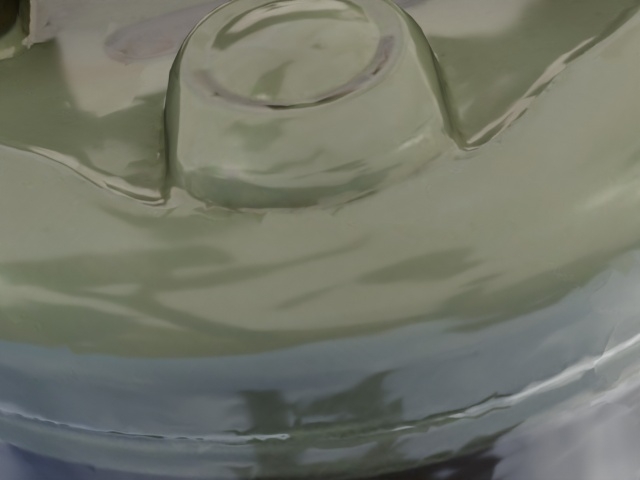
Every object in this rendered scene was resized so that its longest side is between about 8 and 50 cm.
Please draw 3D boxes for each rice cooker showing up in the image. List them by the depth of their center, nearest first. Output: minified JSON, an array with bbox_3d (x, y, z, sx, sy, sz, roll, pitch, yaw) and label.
[{"bbox_3d":[0.000,0.000,0.604,0.335,0.325,0.335,-6,-137,6],"label":"rice cooker"}]
